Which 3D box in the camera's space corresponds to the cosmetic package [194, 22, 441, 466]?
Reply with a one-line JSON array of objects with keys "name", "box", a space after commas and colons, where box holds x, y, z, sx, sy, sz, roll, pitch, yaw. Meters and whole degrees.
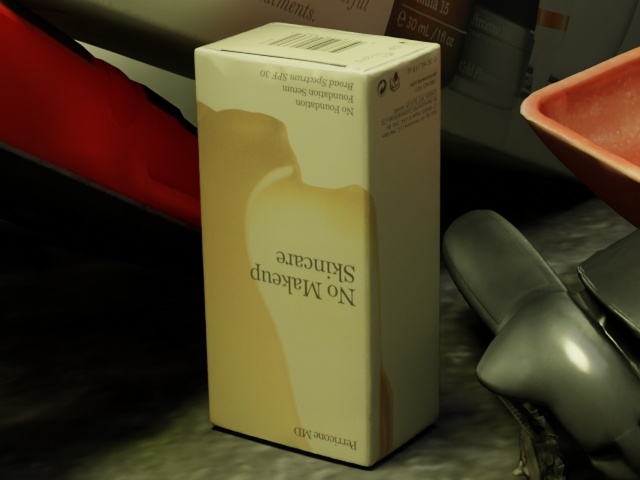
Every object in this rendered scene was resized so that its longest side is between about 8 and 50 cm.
[{"name": "cosmetic package", "box": [0.000, 0.000, 0.546, 0.060, 0.115, 0.041, 10, 22, 32]}]

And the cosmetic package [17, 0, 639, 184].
[{"name": "cosmetic package", "box": [0.017, -0.188, 0.664, 0.097, 0.284, 0.377, 11, -1, 34]}]

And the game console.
[{"name": "game console", "box": [-0.223, -0.057, 0.618, 0.386, 0.060, 0.342, 12, -11, 30]}]

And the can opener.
[{"name": "can opener", "box": [0.071, 0.029, 0.562, 0.073, 0.059, 0.186, -30, 11, -3]}]

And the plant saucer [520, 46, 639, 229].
[{"name": "plant saucer", "box": [0.240, -0.019, 0.600, 0.259, 0.048, 0.258, -25, 38, -28]}]

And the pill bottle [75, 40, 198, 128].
[{"name": "pill bottle", "box": [-0.124, -0.134, 0.860, 0.323, 0.181, 0.181, 10, 21, 29]}]
